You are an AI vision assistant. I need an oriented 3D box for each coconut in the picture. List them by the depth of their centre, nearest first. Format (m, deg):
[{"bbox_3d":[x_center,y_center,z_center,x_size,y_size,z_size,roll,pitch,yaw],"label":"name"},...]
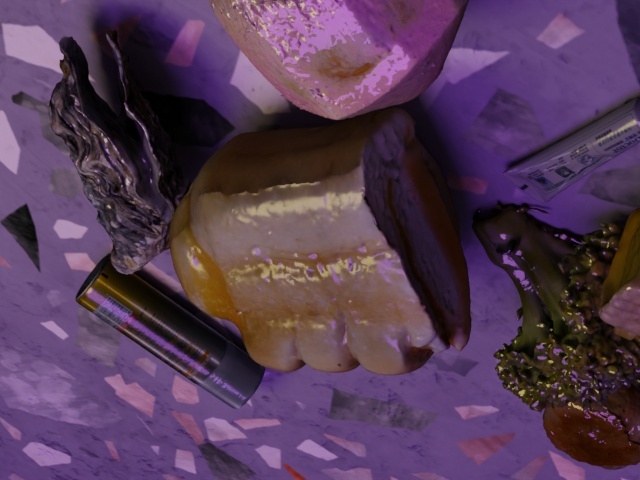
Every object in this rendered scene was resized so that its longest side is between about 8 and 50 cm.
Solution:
[{"bbox_3d":[0.019,-0.229,1.119,0.233,0.233,0.245,-24,117,42],"label":"coconut"}]

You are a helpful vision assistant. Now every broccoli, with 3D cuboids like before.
[{"bbox_3d":[0.274,0.093,1.373,0.273,0.180,0.242,33,140,-10],"label":"broccoli"}]

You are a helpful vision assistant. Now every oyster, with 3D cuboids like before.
[{"bbox_3d":[-0.233,-0.088,1.437,0.158,0.162,0.351,5,136,6],"label":"oyster"}]

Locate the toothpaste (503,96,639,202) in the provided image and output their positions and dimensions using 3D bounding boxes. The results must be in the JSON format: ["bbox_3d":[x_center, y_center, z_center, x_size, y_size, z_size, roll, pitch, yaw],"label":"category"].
[{"bbox_3d":[0.285,-0.098,1.275,0.064,0.041,0.218,33,143,-19],"label":"toothpaste"}]

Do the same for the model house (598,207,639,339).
[{"bbox_3d":[0.402,0.017,1.208,0.193,0.174,0.234,19,130,1],"label":"model house"}]

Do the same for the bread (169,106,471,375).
[{"bbox_3d":[0.000,0.000,1.389,0.341,0.210,0.300,-10,118,34],"label":"bread"}]

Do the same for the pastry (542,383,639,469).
[{"bbox_3d":[0.359,0.235,1.563,0.153,0.081,0.153,14,143,11],"label":"pastry"}]

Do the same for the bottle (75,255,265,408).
[{"bbox_3d":[-0.212,0.134,1.731,0.286,0.082,0.082,37,138,-14],"label":"bottle"}]
